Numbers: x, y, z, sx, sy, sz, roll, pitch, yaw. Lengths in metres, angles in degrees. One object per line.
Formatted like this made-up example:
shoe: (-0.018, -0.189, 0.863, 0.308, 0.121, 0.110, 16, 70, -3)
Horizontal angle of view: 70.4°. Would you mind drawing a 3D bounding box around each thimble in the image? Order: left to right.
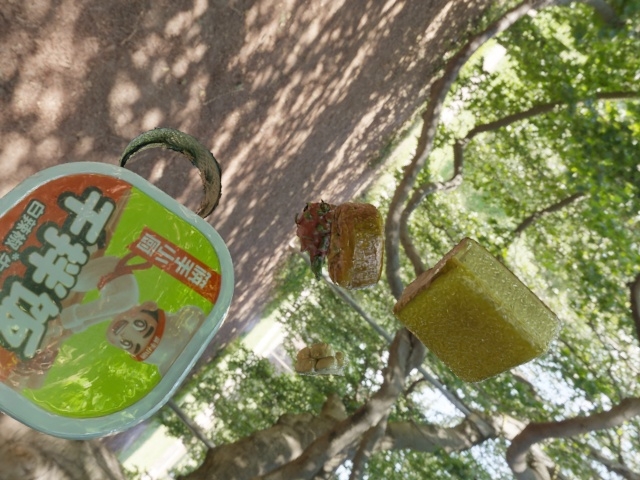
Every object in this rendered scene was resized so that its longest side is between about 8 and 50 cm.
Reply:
thimble: (-0.416, -0.154, 1.237, 0.271, 0.271, 0.150, -45, -163, -25)

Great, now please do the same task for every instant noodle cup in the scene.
instant noodle cup: (-0.279, 0.103, 0.587, 0.294, 0.294, 0.308, -44, 176, -31)

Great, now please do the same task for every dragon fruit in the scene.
dragon fruit: (0.001, -0.001, 1.313, 0.137, 0.236, 0.135, -17, -169, -43)

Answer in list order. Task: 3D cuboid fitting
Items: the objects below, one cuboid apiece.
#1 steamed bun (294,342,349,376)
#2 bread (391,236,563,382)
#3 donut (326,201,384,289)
steamed bun: (0.012, 0.431, 1.636, 0.192, 0.106, 0.177, -15, 154, 36)
bread: (0.398, 0.200, 1.216, 0.143, 0.333, 0.324, -43, 176, -41)
donut: (0.082, 0.012, 1.096, 0.226, 0.113, 0.227, -177, -90, -83)
